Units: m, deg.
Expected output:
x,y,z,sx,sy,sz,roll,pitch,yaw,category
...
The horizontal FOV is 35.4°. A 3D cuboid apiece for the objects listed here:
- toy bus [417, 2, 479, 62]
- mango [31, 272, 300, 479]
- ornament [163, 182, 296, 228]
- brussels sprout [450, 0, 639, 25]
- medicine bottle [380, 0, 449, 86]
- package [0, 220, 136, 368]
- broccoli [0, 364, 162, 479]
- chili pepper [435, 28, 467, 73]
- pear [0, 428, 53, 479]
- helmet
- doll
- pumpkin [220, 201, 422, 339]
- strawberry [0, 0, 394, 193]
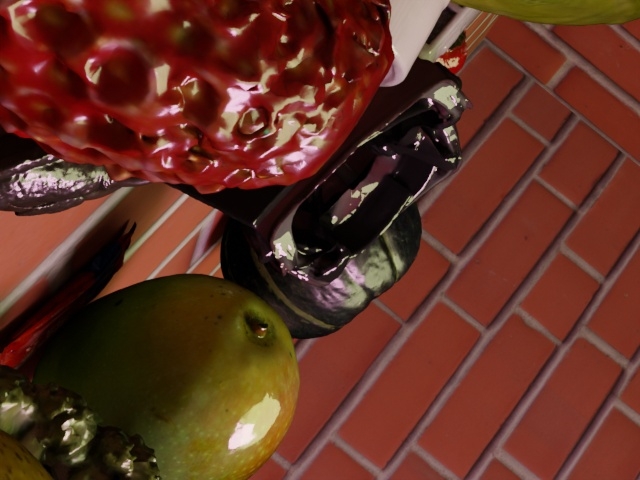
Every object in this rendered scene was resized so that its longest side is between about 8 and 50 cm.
x,y,z,sx,sy,sz,roll,pitch,yaw,category
0.172,-0.343,1.118,0.342,0.138,0.097,-48,174,-11,toy bus
-0.175,0.157,1.025,0.381,0.225,0.201,-17,176,42,mango
-0.067,-0.151,0.708,0.166,0.153,0.196,-49,153,-28,ornament
0.201,-0.311,0.814,0.344,0.343,0.268,-42,134,-65,brussels sprout
0.056,-0.223,0.611,0.237,0.139,0.139,-63,178,-8,medicine bottle
-0.250,0.062,0.984,0.200,0.022,0.083,-49,178,-39,package
-0.229,0.227,0.778,0.186,0.302,0.254,-54,179,14,broccoli
0.139,-0.274,1.404,0.131,0.134,0.338,-41,173,-48,chili pepper
-0.258,0.209,0.497,0.294,0.294,0.294,-50,176,-4,pear
0.008,-0.107,1.053,0.271,0.197,0.338,-41,162,1,helmet
-0.164,-0.041,0.571,0.165,0.057,0.139,-20,-173,-30,doll
0.000,0.000,1.529,0.323,0.241,0.323,-38,-176,3,pumpkin
-0.049,-0.118,0.463,0.234,0.178,0.234,-57,178,-3,strawberry
